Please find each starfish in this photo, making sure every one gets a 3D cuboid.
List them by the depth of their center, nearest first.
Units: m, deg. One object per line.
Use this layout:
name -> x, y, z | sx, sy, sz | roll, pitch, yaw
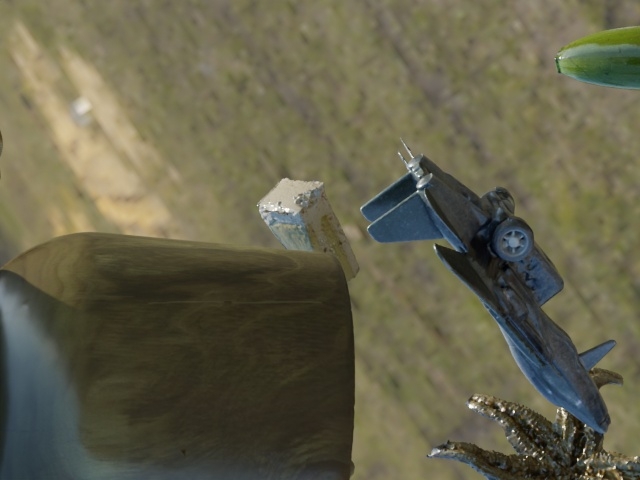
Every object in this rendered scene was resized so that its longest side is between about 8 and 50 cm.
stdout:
starfish -> 0.207, 0.186, 1.577 | 0.057, 0.238, 0.213 | 91, -169, -47

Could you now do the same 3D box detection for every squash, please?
squash -> 0.311, -0.161, 1.720 | 0.066, 0.201, 0.066 | 1, -90, -70

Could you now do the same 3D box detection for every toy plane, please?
toy plane -> 0.149, 0.040, 1.426 | 0.267, 0.088, 0.212 | 44, -169, -18

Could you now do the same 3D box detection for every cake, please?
cake -> 0.000, 0.000, 1.798 | 0.065, 0.052, 0.121 | -7, 128, 51

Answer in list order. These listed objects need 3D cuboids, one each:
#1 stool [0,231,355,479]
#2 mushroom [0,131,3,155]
stool -> -0.128, 0.082, 0.875 | 0.179, 0.264, 0.179 | -175, 90, -80
mushroom -> -0.259, -0.022, 1.068 | 0.225, 0.116, 0.093 | -10, 129, 30
